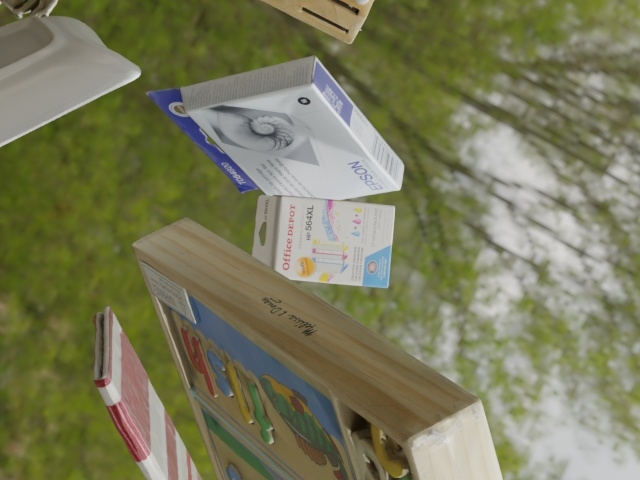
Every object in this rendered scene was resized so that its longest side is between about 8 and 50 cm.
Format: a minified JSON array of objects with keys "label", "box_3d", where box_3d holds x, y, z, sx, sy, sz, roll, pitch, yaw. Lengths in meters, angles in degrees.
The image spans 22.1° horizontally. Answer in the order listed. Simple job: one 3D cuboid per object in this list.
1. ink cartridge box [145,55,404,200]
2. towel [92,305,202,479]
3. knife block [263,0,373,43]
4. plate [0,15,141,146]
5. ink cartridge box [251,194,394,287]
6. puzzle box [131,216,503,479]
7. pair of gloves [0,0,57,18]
[{"label":"ink cartridge box","box_3d":[-0.053,-0.111,1.849,0.224,0.223,0.045,-9,-124,29]},{"label":"towel","box_3d":[-0.209,0.264,2.062,0.037,0.329,0.237,-24,-159,1]},{"label":"knife block","box_3d":[0.016,-0.270,1.401,0.275,0.088,0.242,-67,-173,-17]},{"label":"plate","box_3d":[-0.284,-0.097,1.209,0.277,0.045,0.278,-28,-161,-8]},{"label":"ink cartridge box","box_3d":[0.000,0.000,1.781,0.090,0.143,0.092,-168,-97,-81]},{"label":"puzzle box","box_3d":[0.009,0.160,1.096,0.052,0.272,0.409,-27,-155,-19]},{"label":"pair of gloves","box_3d":[-0.257,-0.291,1.621,0.204,0.042,0.240,-54,-156,-15]}]
